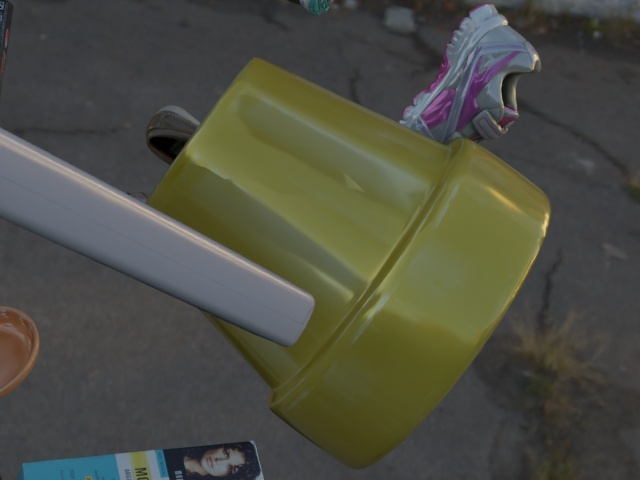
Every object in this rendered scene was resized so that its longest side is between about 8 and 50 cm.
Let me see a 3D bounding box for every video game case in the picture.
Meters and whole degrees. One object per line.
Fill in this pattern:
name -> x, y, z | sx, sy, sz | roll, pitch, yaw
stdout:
video game case -> -0.194, -0.054, 0.633 | 0.300, 0.036, 0.329 | 26, -3, 33

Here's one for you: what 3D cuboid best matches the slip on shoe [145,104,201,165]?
slip on shoe -> -0.085, -0.061, 1.053 | 0.135, 0.051, 0.041 | 37, 31, -12

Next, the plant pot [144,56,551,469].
plant pot -> 0.000, 0.000, 0.937 | 0.239, 0.254, 0.254 | 35, 31, -5

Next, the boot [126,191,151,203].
boot -> -0.208, -0.004, 1.363 | 0.042, 0.118, 0.087 | 36, 32, 24

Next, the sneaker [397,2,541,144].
sneaker -> 0.176, -0.154, 1.532 | 0.111, 0.252, 0.103 | 36, 20, 16

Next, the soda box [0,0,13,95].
soda box -> -0.493, -0.272, 1.868 | 0.053, 0.169, 0.060 | 9, 2, -7

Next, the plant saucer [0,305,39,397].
plant saucer -> -0.527, 0.186, 1.960 | 0.199, 0.037, 0.200 | -7, 44, 7

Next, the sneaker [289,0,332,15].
sneaker -> -0.005, -0.324, 1.369 | 0.076, 0.065, 0.167 | 18, 66, 18

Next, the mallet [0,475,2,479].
mallet -> -0.506, 0.376, 1.974 | 0.062, 0.190, 0.039 | 9, 39, 40

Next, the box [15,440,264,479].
box -> -0.175, 0.267, 1.265 | 0.244, 0.060, 0.101 | -2, 56, -26
